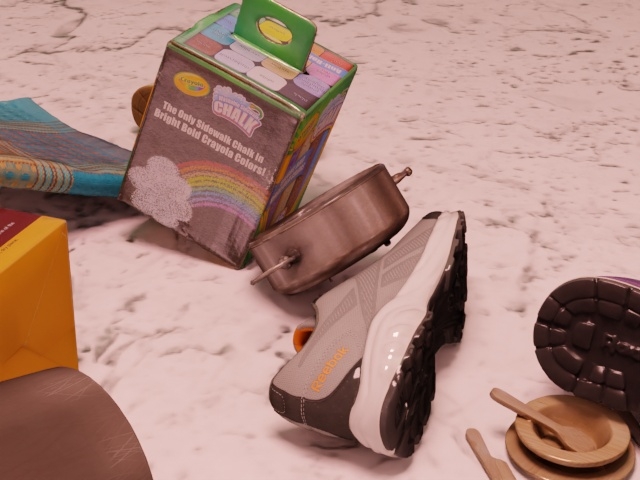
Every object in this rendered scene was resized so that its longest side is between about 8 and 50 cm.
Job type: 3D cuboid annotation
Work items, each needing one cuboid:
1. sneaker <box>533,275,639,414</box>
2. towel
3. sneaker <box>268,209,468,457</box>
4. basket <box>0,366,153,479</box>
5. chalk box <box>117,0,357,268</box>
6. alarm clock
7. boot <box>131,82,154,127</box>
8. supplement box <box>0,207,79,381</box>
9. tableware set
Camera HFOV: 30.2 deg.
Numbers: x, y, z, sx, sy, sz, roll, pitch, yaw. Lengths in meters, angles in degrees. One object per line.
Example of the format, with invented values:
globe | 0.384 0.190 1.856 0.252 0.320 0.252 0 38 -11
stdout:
sneaker | 0.294 0.091 0.797 0.283 0.107 0.124 27 17 23
towel | -0.338 -0.101 1.056 0.271 0.040 0.370 25 13 38
sneaker | 0.046 0.050 0.869 0.108 0.100 0.271 5 27 20
basket | -0.207 0.160 0.596 0.226 0.154 0.204 -19 35 -40
chalk box | -0.063 -0.112 1.016 0.132 0.213 0.132 30 32 7
alarm clock | 0.000 0.000 0.943 0.129 0.064 0.192 -28 2 34
boot | -0.074 -0.156 1.280 0.213 0.077 0.165 8 26 19
supplement box | -0.296 0.064 0.788 0.194 0.129 0.191 11 29 17
tableware set | 0.179 0.150 0.740 0.128 0.039 0.194 -6 29 -14
